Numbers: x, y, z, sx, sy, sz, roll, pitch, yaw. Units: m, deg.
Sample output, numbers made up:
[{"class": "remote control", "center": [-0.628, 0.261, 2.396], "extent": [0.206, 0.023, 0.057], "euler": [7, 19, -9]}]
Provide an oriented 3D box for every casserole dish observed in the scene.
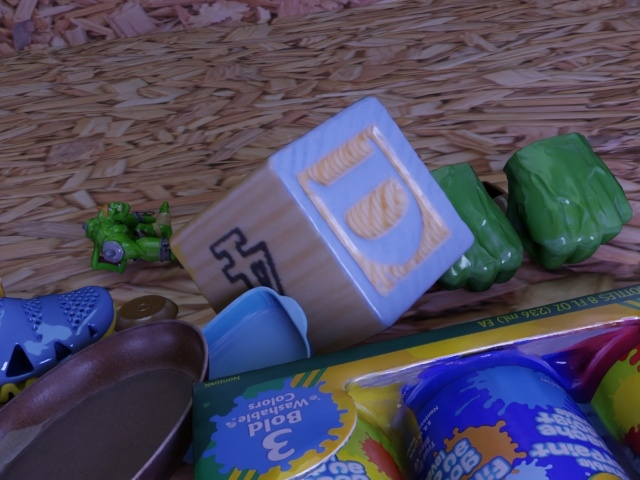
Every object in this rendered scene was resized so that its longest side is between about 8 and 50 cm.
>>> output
[{"class": "casserole dish", "center": [-0.079, 0.129, 0.858], "extent": [0.188, 0.037, 0.114], "euler": [-42, 56, 9]}]

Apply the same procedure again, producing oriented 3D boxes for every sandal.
[{"class": "sandal", "center": [-0.382, 0.110, 1.004], "extent": [0.317, 0.138, 0.126], "euler": [-20, 25, -24]}]

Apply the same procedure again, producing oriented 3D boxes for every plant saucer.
[{"class": "plant saucer", "center": [-0.218, 0.188, 0.786], "extent": [0.310, 0.050, 0.311], "euler": [-26, 22, 12]}, {"class": "plant saucer", "center": [-0.218, 0.088, 1.126], "extent": [0.083, 0.015, 0.083], "euler": [-8, 25, 4]}]

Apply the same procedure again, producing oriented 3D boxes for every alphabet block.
[{"class": "alphabet block", "center": [0.000, 0.000, 0.938], "extent": [0.197, 0.193, 0.192], "euler": [-32, 3, 46]}]

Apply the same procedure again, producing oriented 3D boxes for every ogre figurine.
[{"class": "ogre figurine", "center": [-0.253, -0.003, 1.248], "extent": [0.118, 0.097, 0.197], "euler": [-2, 35, -27]}]

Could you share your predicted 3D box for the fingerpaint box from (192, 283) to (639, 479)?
[{"class": "fingerpaint box", "center": [0.150, 0.199, 0.578], "extent": [0.444, 0.163, 0.371], "euler": [-12, 25, -3]}]

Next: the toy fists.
[{"class": "toy fists", "center": [0.221, -0.021, 1.054], "extent": [0.279, 0.096, 0.142], "euler": [-15, 61, -12]}]

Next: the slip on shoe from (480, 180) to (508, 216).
[{"class": "slip on shoe", "center": [0.239, -0.040, 1.189], "extent": [0.051, 0.041, 0.135], "euler": [-13, 25, -5]}]

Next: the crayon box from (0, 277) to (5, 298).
[{"class": "crayon box", "center": [-0.615, 0.003, 1.143], "extent": [0.313, 0.106, 0.363], "euler": [-24, 63, -26]}]
